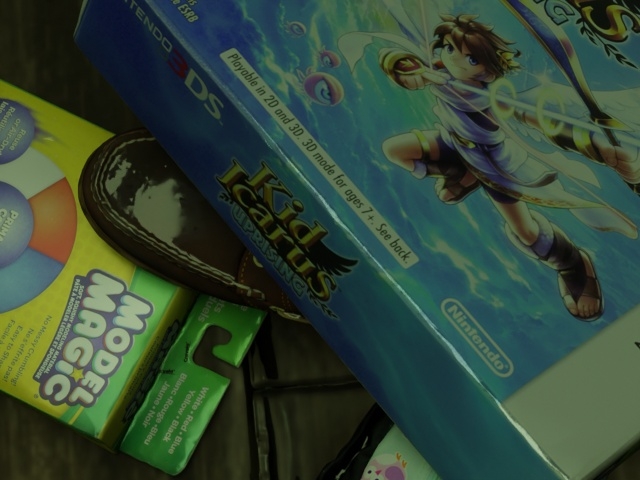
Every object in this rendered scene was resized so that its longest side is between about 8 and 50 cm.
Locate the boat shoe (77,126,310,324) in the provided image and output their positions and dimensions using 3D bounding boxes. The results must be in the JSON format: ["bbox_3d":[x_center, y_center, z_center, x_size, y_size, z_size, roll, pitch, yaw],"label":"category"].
[{"bbox_3d":[0.000,0.000,0.667,0.207,0.073,0.073,18,83,-10],"label":"boat shoe"}]

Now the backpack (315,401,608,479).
[{"bbox_3d":[0.035,0.141,0.632,0.115,0.152,0.182,30,67,7],"label":"backpack"}]

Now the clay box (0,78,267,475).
[{"bbox_3d":[-0.135,0.003,0.720,0.222,0.053,0.127,25,77,11],"label":"clay box"}]

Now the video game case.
[{"bbox_3d":[0.077,-0.046,0.652,0.244,0.061,0.269,-29,71,-38],"label":"video game case"}]
